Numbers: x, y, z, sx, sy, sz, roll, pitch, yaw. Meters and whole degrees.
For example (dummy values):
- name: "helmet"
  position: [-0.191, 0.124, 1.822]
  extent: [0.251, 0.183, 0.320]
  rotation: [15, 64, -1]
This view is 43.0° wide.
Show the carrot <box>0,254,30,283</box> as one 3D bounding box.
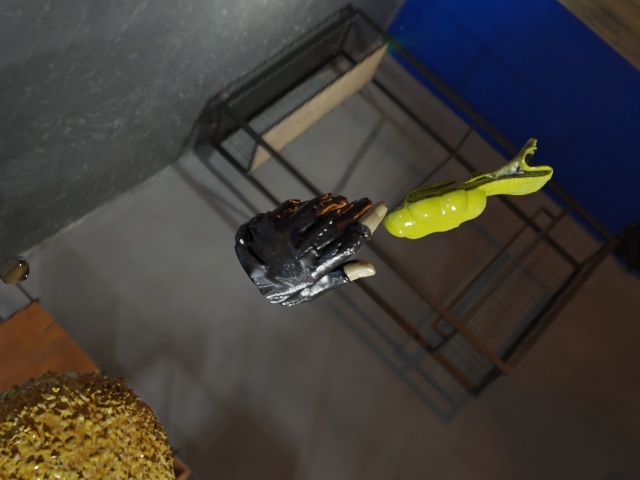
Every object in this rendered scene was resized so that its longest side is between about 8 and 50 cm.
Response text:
- name: "carrot"
  position: [-0.446, 0.039, 1.189]
  extent: [0.049, 0.049, 0.254]
  rotation: [-43, -168, -20]

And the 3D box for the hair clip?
- name: "hair clip"
  position: [0.139, -0.042, 0.786]
  extent: [0.173, 0.046, 0.072]
  rotation: [-22, 163, -18]

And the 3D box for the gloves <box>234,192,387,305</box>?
- name: "gloves"
  position: [-0.002, -0.002, 0.995]
  extent: [0.180, 0.129, 0.106]
  rotation: [-32, 163, 13]

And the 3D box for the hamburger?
- name: "hamburger"
  position: [-0.292, 0.291, 0.938]
  extent: [0.179, 0.294, 0.276]
  rotation: [-8, -140, 35]
